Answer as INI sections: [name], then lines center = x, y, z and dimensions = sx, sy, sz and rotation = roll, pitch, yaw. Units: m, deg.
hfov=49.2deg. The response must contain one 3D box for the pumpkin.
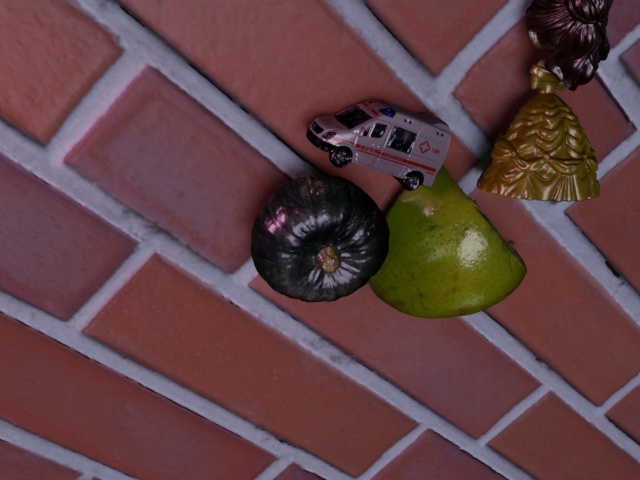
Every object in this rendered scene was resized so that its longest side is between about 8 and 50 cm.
[pumpkin]
center = 0.000, 0.001, 1.054
dimensions = 0.212, 0.152, 0.211
rotation = -12, 137, -11

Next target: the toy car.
[toy car]
center = 0.087, -0.152, 1.028
dimensions = 0.210, 0.089, 0.108
rotation = 14, 114, -25

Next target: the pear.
[pear]
center = 0.199, 0.052, 1.158
dimensions = 0.239, 0.139, 0.288
rotation = -35, 129, 18

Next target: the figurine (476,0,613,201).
[figurine]
center = 0.349, -0.228, 1.045
dimensions = 0.188, 0.168, 0.315
rotation = 7, 109, 11
